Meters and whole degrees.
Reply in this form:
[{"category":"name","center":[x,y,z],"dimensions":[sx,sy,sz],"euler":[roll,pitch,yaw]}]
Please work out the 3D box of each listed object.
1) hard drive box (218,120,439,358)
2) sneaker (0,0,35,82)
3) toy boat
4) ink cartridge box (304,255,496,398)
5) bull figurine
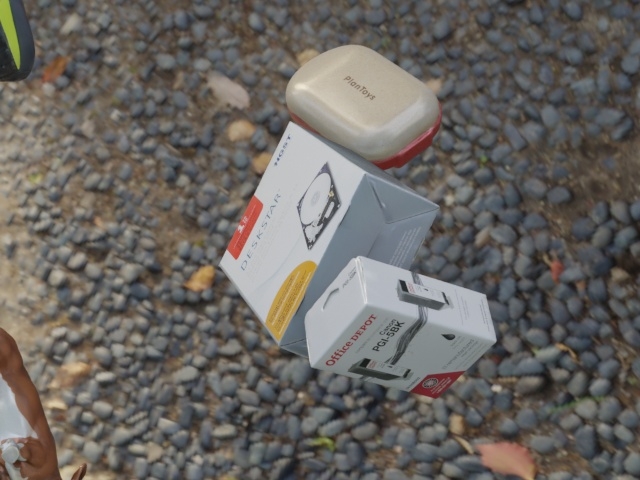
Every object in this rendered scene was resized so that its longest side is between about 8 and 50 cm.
[{"category":"hard drive box","center":[0.000,0.000,1.112],"dimensions":[0.181,0.089,0.232],"euler":[-64,24,7]},{"category":"sneaker","center":[-0.284,-0.287,0.995],"dimensions":[0.111,0.121,0.300],"euler":[-19,80,49]},{"category":"toy boat","center":[0.059,-0.160,1.523],"dimensions":[0.151,0.151,0.231],"euler":[-36,53,-17]},{"category":"ink cartridge box","center":[0.068,0.079,0.972],"dimensions":[0.099,0.135,0.056],"euler":[-52,32,38]},{"category":"bull figurine","center":[-0.393,0.242,1.407],"dimensions":[0.101,0.188,0.310],"euler":[-29,80,-1]}]
